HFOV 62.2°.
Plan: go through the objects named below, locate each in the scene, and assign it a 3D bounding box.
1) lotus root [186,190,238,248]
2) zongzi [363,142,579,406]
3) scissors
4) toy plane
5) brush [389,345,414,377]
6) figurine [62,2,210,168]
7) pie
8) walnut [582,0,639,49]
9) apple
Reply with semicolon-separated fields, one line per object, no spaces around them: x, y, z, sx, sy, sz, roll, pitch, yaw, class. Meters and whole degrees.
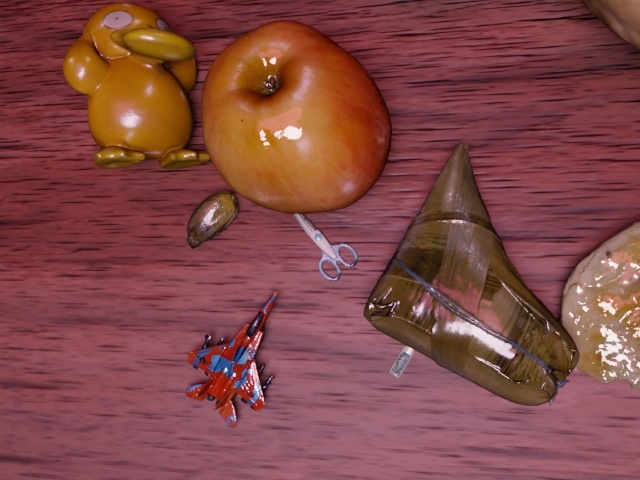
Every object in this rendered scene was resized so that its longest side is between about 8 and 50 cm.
-0.162;-0.031;0.773;0.049;0.054;0.099;42;91;4;lotus root
0.220;0.037;0.654;0.251;0.125;0.274;27;82;15;zongzi
0.000;0.000;0.757;0.058;0.014;0.119;-39;79;-1;scissors
-0.107;0.154;0.731;0.130;0.061;0.189;31;84;15;toy plane
0.120;0.145;0.711;0.016;0.013;0.083;31;87;16;brush
-0.263;-0.219;0.766;0.215;0.215;0.228;14;107;13;figurine
0.459;0.105;0.616;0.338;0.075;0.337;-2;80;13;pie
0.433;-0.386;0.574;0.382;0.381;0.381;-2;81;11;walnut
-0.030;-0.155;0.670;0.242;0.241;0.241;-2;83;14;apple
